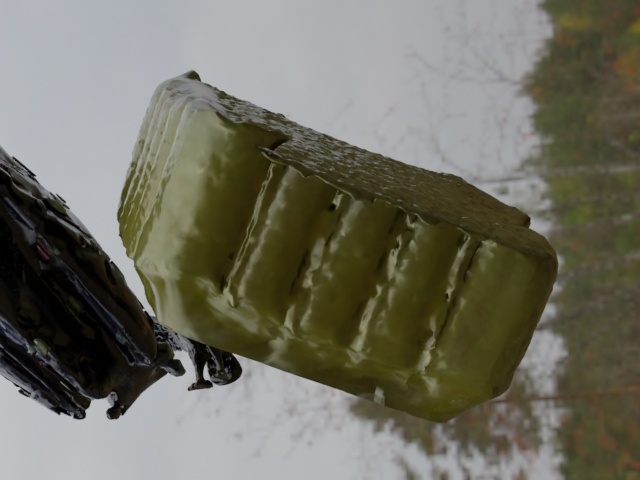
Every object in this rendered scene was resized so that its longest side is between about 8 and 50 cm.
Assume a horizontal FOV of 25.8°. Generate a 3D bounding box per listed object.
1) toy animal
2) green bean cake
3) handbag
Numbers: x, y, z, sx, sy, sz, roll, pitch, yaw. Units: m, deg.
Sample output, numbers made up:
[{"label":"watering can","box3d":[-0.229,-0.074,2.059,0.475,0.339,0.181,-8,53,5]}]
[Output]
[{"label":"toy animal","box3d":[-0.107,0.076,1.189,0.108,0.220,0.062,64,-160,5]},{"label":"green bean cake","box3d":[0.000,0.000,0.831,0.233,0.236,0.124,-126,57,-74]},{"label":"handbag","box3d":[-0.205,0.014,0.909,0.260,0.113,0.162,52,169,-34]}]
